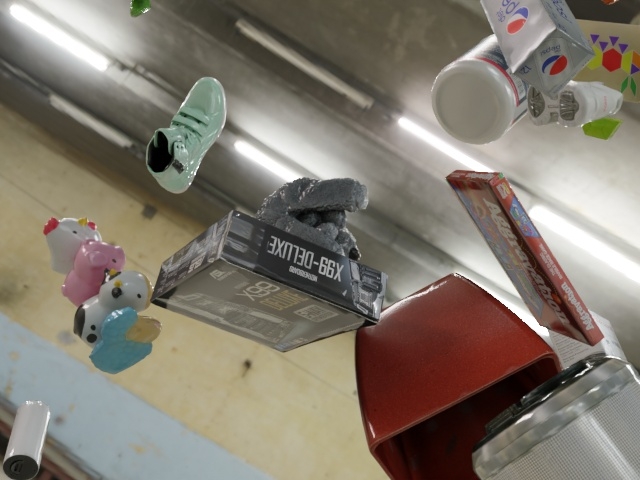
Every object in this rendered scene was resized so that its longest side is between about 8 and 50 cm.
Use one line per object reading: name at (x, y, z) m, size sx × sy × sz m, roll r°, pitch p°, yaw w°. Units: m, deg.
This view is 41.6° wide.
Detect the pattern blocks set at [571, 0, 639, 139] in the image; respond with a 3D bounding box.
pattern blocks set at (0.522, -0.325, 1.526) m, size 0.325 × 0.026 × 0.285 m, roll 31°, pitch -52°, yaw 40°

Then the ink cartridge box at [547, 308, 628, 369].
ink cartridge box at (0.507, 0.236, 1.532) m, size 0.086 × 0.203 × 0.148 m, roll -31°, pitch -32°, yaw 25°

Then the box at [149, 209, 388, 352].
box at (-0.085, 0.071, 1.227) m, size 0.243 × 0.076 × 0.307 m, roll 23°, pitch -24°, yaw -22°

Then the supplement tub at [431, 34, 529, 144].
supplement tub at (0.383, -0.343, 1.854) m, size 0.191 × 0.272 × 0.191 m, roll 20°, pitch -51°, yaw 28°

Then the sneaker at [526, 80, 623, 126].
sneaker at (0.450, -0.245, 1.495) m, size 0.115 × 0.090 × 0.232 m, roll -5°, pitch 19°, yaw -13°

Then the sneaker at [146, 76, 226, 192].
sneaker at (-0.270, -0.228, 1.703) m, size 0.094 × 0.255 × 0.151 m, roll 19°, pitch -6°, yaw 10°

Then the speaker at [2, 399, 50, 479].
speaker at (-0.468, 0.318, 1.344) m, size 0.055 × 0.055 × 0.136 m, roll 40°, pitch 14°, yaw -24°

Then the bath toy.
bath toy at (-0.390, 0.065, 1.456) m, size 0.348 × 0.151 × 0.129 m, roll 48°, pitch -11°, yaw 43°

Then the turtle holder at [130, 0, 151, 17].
turtle holder at (-0.242, -0.495, 1.270) m, size 0.227 × 0.243 × 0.320 m, roll 58°, pitch -4°, yaw -15°

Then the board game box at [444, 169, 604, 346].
board game box at (0.286, 0.022, 1.191) m, size 0.281 × 0.027 × 0.145 m, roll 55°, pitch -10°, yaw -14°

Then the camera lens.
camera lens at (0.322, 0.286, 0.944) m, size 0.274 × 0.219 × 0.219 m, roll 56°, pitch -10°, yaw 18°

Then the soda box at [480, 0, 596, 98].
soda box at (0.335, -0.358, 1.350) m, size 0.091 × 0.286 × 0.098 m, roll 23°, pitch -53°, yaw -27°

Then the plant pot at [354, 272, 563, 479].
plant pot at (0.191, 0.210, 1.227) m, size 0.267 × 0.267 × 0.235 m, roll 59°, pitch 4°, yaw -43°

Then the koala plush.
koala plush at (0.000, 0.000, 1.619) m, size 0.203 × 0.196 × 0.221 m, roll 10°, pitch -22°, yaw 26°
